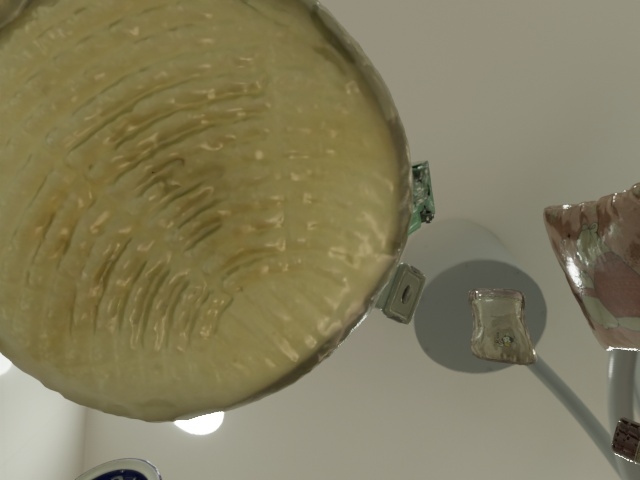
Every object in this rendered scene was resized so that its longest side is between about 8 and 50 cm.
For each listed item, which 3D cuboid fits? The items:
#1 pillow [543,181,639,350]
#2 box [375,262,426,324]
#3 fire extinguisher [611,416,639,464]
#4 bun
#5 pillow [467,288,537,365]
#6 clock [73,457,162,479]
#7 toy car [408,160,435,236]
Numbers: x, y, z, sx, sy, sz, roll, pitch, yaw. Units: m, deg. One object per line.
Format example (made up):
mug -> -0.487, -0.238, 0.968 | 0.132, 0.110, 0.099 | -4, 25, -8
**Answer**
pillow -> 0.377, 0.043, 0.510 | 0.084, 0.236, 0.223 | -24, -93, -4
box -> 0.231, 0.156, 1.294 | 0.124, 0.093, 0.172 | 30, -102, -31
fire extinguisher -> 0.636, 0.403, 0.729 | 0.231, 0.071, 0.099 | 19, -92, 43
bun -> -0.109, -0.040, 0.385 | 0.365, 0.202, 0.363 | -1, -81, -8
pillow -> 0.399, 0.182, 0.950 | 0.131, 0.232, 0.038 | 3, -55, 16
clock -> -0.431, 0.560, 0.858 | 0.231, 0.230, 0.083 | 0, -67, 8
toy car -> 0.159, -0.072, 0.900 | 0.097, 0.321, 0.141 | 0, -71, 36
